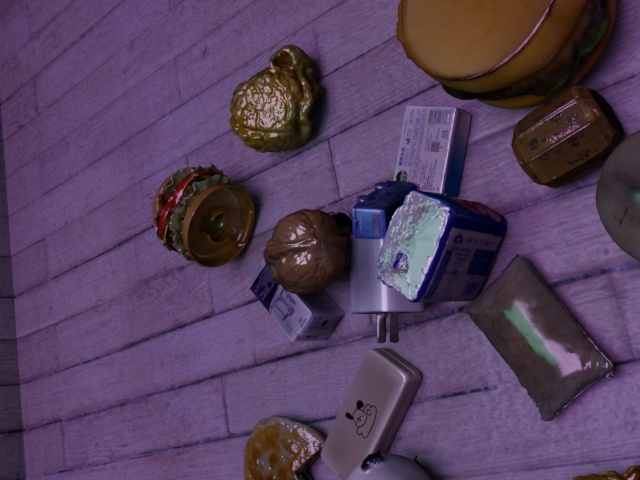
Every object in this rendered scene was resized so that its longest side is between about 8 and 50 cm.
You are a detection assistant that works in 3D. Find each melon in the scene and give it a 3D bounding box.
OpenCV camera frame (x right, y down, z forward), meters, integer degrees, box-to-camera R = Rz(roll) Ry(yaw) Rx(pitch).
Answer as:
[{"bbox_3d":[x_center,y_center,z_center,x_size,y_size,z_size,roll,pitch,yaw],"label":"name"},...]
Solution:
[{"bbox_3d":[0.610,-0.071,1.209,0.308,0.271,0.272,10,92,48],"label":"melon"}]

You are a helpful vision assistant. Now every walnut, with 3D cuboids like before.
[{"bbox_3d":[-0.034,0.026,1.691,0.245,0.198,0.198,141,124,-68],"label":"walnut"}]

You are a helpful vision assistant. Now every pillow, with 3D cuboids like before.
[{"bbox_3d":[0.428,0.196,1.451,0.185,0.075,0.302,-50,56,27],"label":"pillow"}]

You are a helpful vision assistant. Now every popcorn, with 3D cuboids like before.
[{"bbox_3d":[-0.105,-0.350,1.911,0.286,0.173,0.225,-43,75,17],"label":"popcorn"}]

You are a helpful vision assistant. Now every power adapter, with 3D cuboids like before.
[{"bbox_3d":[0.150,0.103,1.640,0.187,0.124,0.255,161,109,-66],"label":"power adapter"}]

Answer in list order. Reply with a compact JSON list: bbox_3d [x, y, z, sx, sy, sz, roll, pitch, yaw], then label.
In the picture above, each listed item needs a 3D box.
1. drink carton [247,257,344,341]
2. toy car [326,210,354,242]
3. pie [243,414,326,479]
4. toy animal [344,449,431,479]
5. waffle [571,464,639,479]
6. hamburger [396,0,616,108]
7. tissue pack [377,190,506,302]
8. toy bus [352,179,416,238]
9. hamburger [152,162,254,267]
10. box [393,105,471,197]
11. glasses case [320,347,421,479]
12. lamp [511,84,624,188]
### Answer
[{"bbox_3d":[-0.062,0.148,1.834,0.222,0.134,0.102,46,112,33],"label":"drink carton"},{"bbox_3d":[0.000,0.000,1.838,0.205,0.056,0.095,-29,64,12],"label":"toy car"},{"bbox_3d":[-0.092,0.609,1.847,0.337,0.075,0.338,-5,82,40],"label":"pie"},{"bbox_3d":[0.117,0.603,1.566,0.251,0.251,0.310,39,106,36],"label":"toy animal"},{"bbox_3d":[0.551,0.552,1.271,0.324,0.068,0.302,-9,70,21],"label":"waffle"},{"bbox_3d":[0.382,-0.458,1.428,0.395,0.277,0.396,-6,82,43],"label":"hamburger"},{"bbox_3d":[0.250,0.016,1.493,0.137,0.269,0.209,26,104,36],"label":"tissue pack"},{"bbox_3d":[0.138,-0.066,1.550,0.094,0.236,0.079,12,113,22],"label":"toy bus"},{"bbox_3d":[-0.335,-0.076,2.004,0.212,0.274,0.274,28,104,37],"label":"hamburger"},{"bbox_3d":[0.251,-0.202,1.645,0.139,0.073,0.194,11,93,41],"label":"box"},{"bbox_3d":[0.116,0.412,1.695,0.131,0.070,0.313,34,107,38],"label":"glasses case"},{"bbox_3d":[0.475,-0.199,1.406,0.185,0.161,0.161,-37,63,33],"label":"lamp"}]
